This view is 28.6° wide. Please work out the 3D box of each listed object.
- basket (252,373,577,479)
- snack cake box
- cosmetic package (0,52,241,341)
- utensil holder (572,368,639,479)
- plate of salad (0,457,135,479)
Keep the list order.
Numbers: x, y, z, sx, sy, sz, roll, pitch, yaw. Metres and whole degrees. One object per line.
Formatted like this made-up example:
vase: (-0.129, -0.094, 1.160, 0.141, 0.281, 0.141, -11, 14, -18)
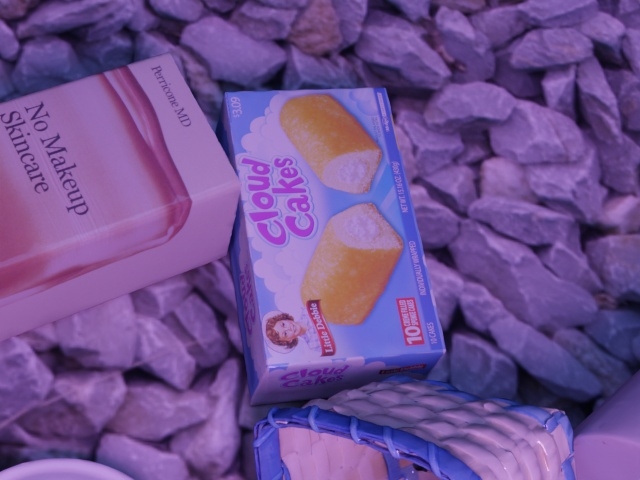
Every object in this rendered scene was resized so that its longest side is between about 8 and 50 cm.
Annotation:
basket: (0.038, 0.219, 0.875, 0.289, 0.254, 0.201, -20, 109, -37)
snack cake box: (0.000, 0.000, 1.087, 0.152, 0.089, 0.264, -3, 63, -15)
cosmetic package: (-0.232, -0.025, 1.025, 0.296, 0.129, 0.153, -22, 68, -23)
utensil holder: (0.413, 0.167, 0.957, 0.385, 0.327, 0.327, -34, 74, -24)
plate of salad: (-0.195, 0.260, 0.926, 0.200, 0.048, 0.200, 4, 60, -7)
